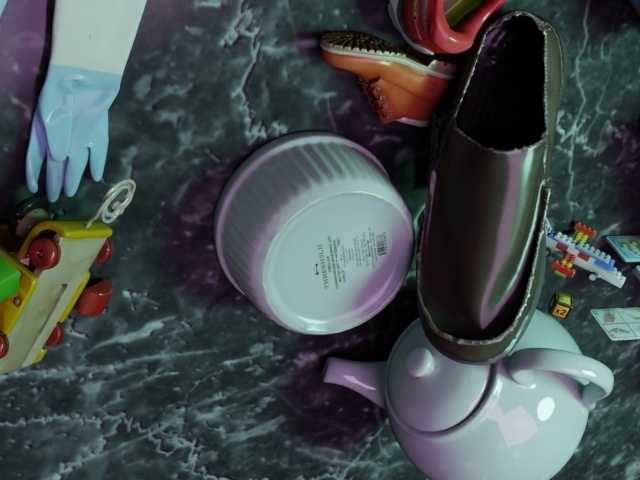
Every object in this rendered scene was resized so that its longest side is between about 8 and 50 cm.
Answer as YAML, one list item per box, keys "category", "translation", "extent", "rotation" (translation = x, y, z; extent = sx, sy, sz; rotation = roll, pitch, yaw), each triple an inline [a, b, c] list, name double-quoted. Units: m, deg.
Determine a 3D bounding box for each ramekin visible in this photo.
- category: "ramekin"
  translation: [0.000, 0.000, 0.923]
  extent: [0.207, 0.109, 0.207]
  rotation: [-10, 120, -19]

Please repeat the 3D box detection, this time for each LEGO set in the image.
- category: "LEGO set"
  translation: [0.358, 0.038, 1.057]
  extent: [0.244, 0.182, 0.060]
  rotation: [-1, 130, -23]

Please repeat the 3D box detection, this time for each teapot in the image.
- category: "teapot"
  translation: [0.167, 0.161, 0.996]
  extent: [0.256, 0.252, 0.187]
  rotation: [-48, 132, 12]

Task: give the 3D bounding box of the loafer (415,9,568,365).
- category: "loafer"
  translation: [0.159, -0.062, 0.871]
  extent: [0.130, 0.134, 0.366]
  rotation: [27, 70, -71]

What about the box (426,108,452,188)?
- category: "box"
  translation: [0.189, -0.106, 0.998]
  extent: [0.137, 0.027, 0.094]
  rotation: [-10, 120, -18]

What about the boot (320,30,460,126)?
- category: "boot"
  translation: [0.062, -0.160, 0.896]
  extent: [0.158, 0.059, 0.085]
  rotation: [10, 117, -29]

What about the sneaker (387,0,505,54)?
- category: "sneaker"
  translation: [0.182, -0.291, 0.837]
  extent: [0.107, 0.118, 0.279]
  rotation: [27, 104, -33]

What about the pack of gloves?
- category: "pack of gloves"
  translation: [-0.270, -0.143, 0.777]
  extent: [0.195, 0.046, 0.232]
  rotation: [1, 120, -37]

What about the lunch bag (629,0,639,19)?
- category: "lunch bag"
  translation: [0.436, -0.347, 0.876]
  extent: [0.293, 0.138, 0.221]
  rotation: [-37, 127, 14]

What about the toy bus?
- category: "toy bus"
  translation: [-0.278, 0.026, 0.818]
  extent: [0.202, 0.104, 0.191]
  rotation: [-46, 165, -32]
